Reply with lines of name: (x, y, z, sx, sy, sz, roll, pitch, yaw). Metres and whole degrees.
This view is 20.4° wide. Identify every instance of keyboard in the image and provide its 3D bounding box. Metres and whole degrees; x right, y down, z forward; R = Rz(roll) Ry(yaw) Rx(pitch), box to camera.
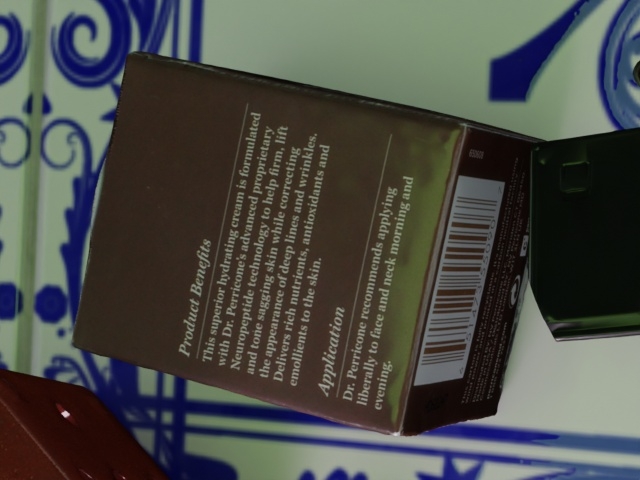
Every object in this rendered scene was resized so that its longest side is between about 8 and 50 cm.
keyboard: (0.262, -0.047, 0.920, 0.317, 0.033, 0.201, -6, 58, 19)

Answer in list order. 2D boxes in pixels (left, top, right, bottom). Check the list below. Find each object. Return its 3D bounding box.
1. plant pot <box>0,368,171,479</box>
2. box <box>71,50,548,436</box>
plant pot: (-0.193, 0.221, 1.039, 0.236, 0.267, 0.267, -45, 73, 5)
box: (0.000, 0.000, 0.996, 0.203, 0.167, 0.168, 14, 95, 23)
